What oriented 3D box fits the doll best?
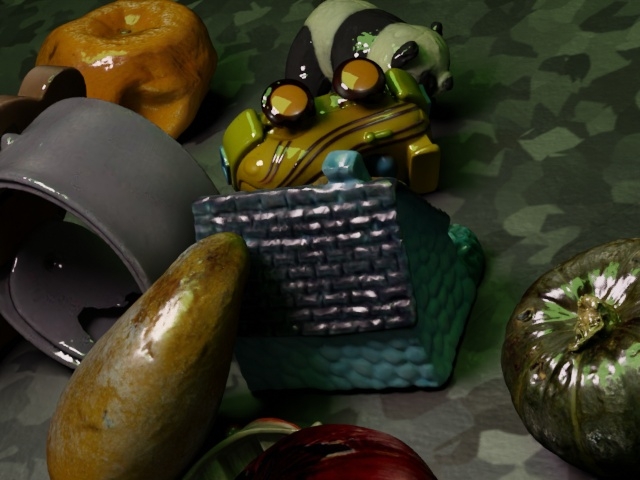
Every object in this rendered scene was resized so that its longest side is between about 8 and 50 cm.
[{"bbox_3d":[0.061,-0.218,1.754,0.143,0.135,0.234,-12,28,-35],"label":"doll"}]

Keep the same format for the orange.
[{"bbox_3d":[-0.264,-0.221,1.954,0.249,0.183,0.249,-2,32,1],"label":"orange"}]

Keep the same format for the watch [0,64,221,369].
[{"bbox_3d":[-0.262,0.010,1.589,0.327,0.335,0.314,21,47,23],"label":"watch"}]

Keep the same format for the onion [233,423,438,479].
[{"bbox_3d":[-0.035,0.256,1.124,0.273,0.285,0.273,-53,14,19],"label":"onion"}]

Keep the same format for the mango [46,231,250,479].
[{"bbox_3d":[-0.156,0.134,1.379,0.316,0.146,0.193,-57,10,13],"label":"mango"}]

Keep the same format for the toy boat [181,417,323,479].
[{"bbox_3d":[-0.066,0.214,1.347,0.185,0.089,0.071,-31,-3,16],"label":"toy boat"}]

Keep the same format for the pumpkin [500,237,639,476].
[{"bbox_3d":[0.262,0.096,1.241,0.223,0.157,0.224,-22,41,21],"label":"pumpkin"}]

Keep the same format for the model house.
[{"bbox_3d":[0.000,0.000,1.456,0.261,0.241,0.226,-5,42,27],"label":"model house"}]

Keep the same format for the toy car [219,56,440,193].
[{"bbox_3d":[0.018,-0.089,1.622,0.247,0.200,0.142,-19,64,-6],"label":"toy car"}]
